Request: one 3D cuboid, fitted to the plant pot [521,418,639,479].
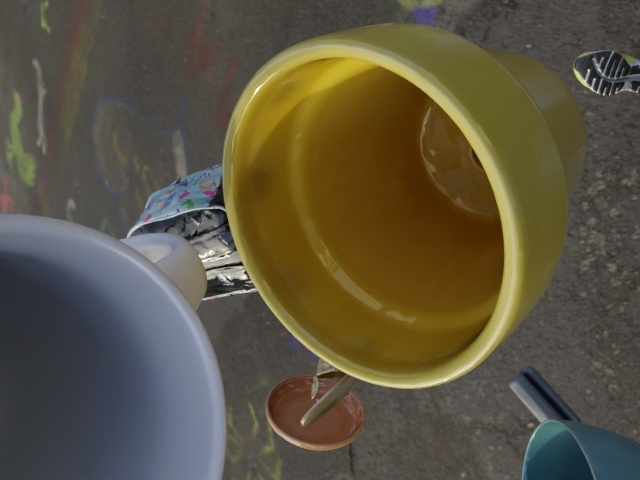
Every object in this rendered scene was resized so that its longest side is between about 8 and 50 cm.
[{"bbox_3d":[0.441,0.414,0.982,0.290,0.195,0.290,-178,90,-86],"label":"plant pot"}]

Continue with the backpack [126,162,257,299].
[{"bbox_3d":[-0.201,-0.008,1.188,0.253,0.191,0.225,-17,128,23],"label":"backpack"}]

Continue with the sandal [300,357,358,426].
[{"bbox_3d":[0.037,0.209,1.146,0.079,0.240,0.088,45,166,22],"label":"sandal"}]

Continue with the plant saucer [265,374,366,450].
[{"bbox_3d":[-0.011,0.344,1.323,0.200,0.200,0.037,37,128,41],"label":"plant saucer"}]

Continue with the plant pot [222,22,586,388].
[{"bbox_3d":[0.092,-0.049,0.536,0.254,0.239,0.254,21,123,35],"label":"plant pot"}]

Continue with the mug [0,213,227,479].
[{"bbox_3d":[-0.244,0.106,0.502,0.328,0.374,0.276,-5,119,46],"label":"mug"}]

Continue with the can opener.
[{"bbox_3d":[0.503,0.396,1.413,0.280,0.074,0.093,52,142,11],"label":"can opener"}]

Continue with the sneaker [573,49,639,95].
[{"bbox_3d":[0.561,-0.333,1.318,0.094,0.208,0.082,46,127,50],"label":"sneaker"}]
